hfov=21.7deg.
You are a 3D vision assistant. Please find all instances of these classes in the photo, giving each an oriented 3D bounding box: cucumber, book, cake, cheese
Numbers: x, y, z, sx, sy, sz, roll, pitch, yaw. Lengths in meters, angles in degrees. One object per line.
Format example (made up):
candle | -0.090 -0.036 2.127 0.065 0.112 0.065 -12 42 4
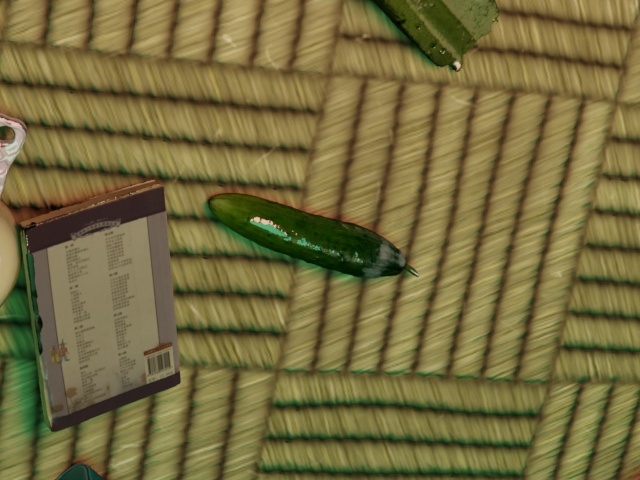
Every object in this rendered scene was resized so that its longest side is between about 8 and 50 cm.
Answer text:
cucumber | 0.000 0.000 1.733 0.250 0.056 0.056 16 106 -23
book | -0.220 0.066 1.683 0.157 0.026 0.231 -19 119 -33
cake | 0.087 -0.275 1.661 0.100 0.099 0.235 -45 138 2
cheese | -0.342 -0.017 1.608 0.137 0.064 0.227 19 106 -27

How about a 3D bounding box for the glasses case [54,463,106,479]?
glasses case | -0.193 0.369 1.819 0.117 0.070 0.301 -39 120 7
